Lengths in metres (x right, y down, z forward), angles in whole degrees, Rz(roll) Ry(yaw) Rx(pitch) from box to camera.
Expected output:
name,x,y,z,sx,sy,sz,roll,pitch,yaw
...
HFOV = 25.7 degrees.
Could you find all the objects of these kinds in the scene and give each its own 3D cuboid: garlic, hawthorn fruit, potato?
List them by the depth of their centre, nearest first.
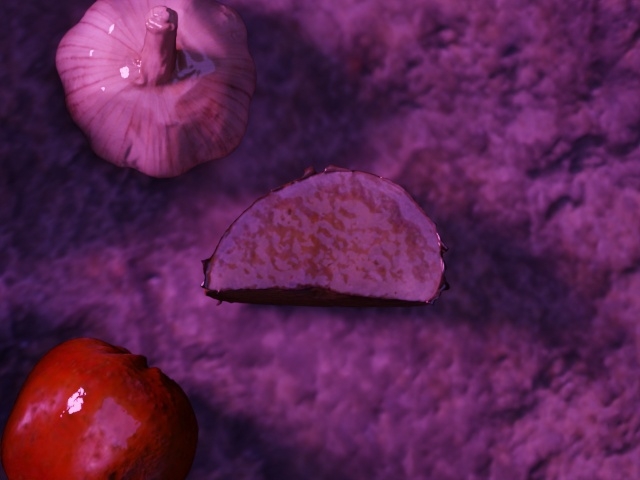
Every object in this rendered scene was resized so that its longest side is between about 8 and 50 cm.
name,x,y,z,sx,sy,sz,roll,pitch,yaw
hawthorn fruit,-0.213,0.193,1.286,0.179,0.179,0.200,41,79,-9
garlic,-0.141,-0.168,1.315,0.199,0.226,0.199,2,80,-12
potato,0.000,0.000,1.404,0.243,0.098,0.138,4,80,-9
